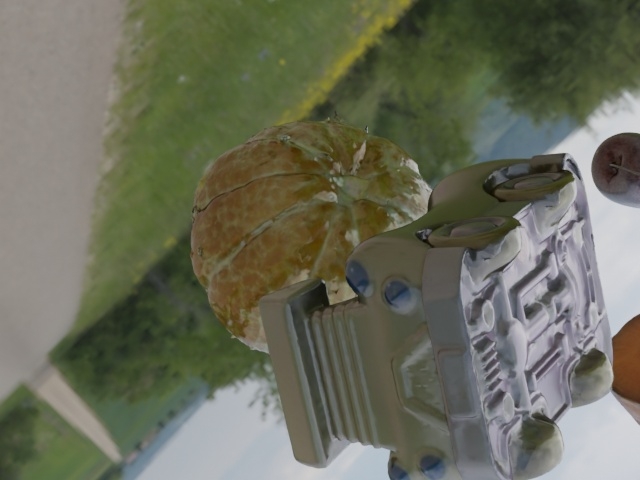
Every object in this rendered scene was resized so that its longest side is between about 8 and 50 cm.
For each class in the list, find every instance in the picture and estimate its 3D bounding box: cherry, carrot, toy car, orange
[{"bbox_3d":[0.485,-0.088,1.858,0.115,0.148,0.188,-40,-147,-16],"label":"cherry"},{"bbox_3d":[0.446,0.203,1.552,0.159,0.225,0.159,-20,-144,15],"label":"carrot"},{"bbox_3d":[0.126,0.073,1.181,0.226,0.242,0.336,-6,-165,29],"label":"toy car"},{"bbox_3d":[0.000,0.000,1.574,0.329,0.329,0.249,-46,167,-40],"label":"orange"}]
